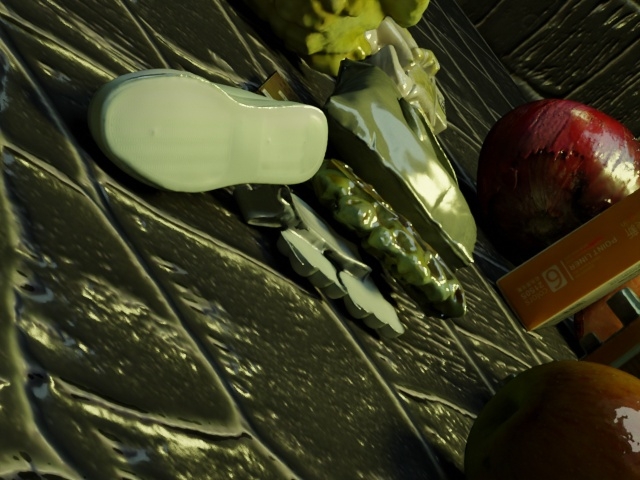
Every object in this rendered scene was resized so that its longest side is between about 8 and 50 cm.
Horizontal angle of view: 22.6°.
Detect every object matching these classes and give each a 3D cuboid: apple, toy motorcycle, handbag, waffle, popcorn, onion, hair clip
[{"bbox_3d":[0.221,0.198,1.401,0.196,0.196,0.196,47,15,-16],"label":"apple"},{"bbox_3d":[0.101,-0.238,2.274,0.223,0.108,0.340,52,20,-25],"label":"toy motorcycle"},{"bbox_3d":[0.091,-0.088,1.858,0.253,0.109,0.316,56,8,-9],"label":"handbag"},{"bbox_3d":[0.063,-0.009,1.622,0.204,0.054,0.223,46,2,-31],"label":"waffle"},{"bbox_3d":[0.017,-0.357,2.025,0.293,0.237,0.293,39,21,-18],"label":"popcorn"},{"bbox_3d":[0.369,-0.090,2.423,0.276,0.276,0.276,47,15,-16],"label":"onion"},{"bbox_3d":[0.000,0.000,1.485,0.220,0.054,0.140,39,14,-48],"label":"hair clip"},{"bbox_3d":[0.479,0.118,2.377,0.209,0.209,0.164,42,9,-34],"label":"apple"}]

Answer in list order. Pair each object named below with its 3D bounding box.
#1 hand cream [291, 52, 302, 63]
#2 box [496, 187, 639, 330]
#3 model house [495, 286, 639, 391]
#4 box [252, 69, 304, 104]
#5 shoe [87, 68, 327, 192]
[{"bbox_3d":[-0.033,-0.257,2.097,0.030,0.019,0.093,49,21,-19],"label":"hand cream"},{"bbox_3d":[0.395,0.020,2.217,0.091,0.274,0.221,59,13,10],"label":"box"},{"bbox_3d":[0.340,0.184,1.732,0.215,0.224,0.198,54,13,12],"label":"model house"},{"bbox_3d":[-0.037,-0.138,1.762,0.090,0.023,0.133,48,14,-7],"label":"box"},{"bbox_3d":[-0.112,-0.091,1.313,0.110,0.095,0.265,17,7,39],"label":"shoe"}]
